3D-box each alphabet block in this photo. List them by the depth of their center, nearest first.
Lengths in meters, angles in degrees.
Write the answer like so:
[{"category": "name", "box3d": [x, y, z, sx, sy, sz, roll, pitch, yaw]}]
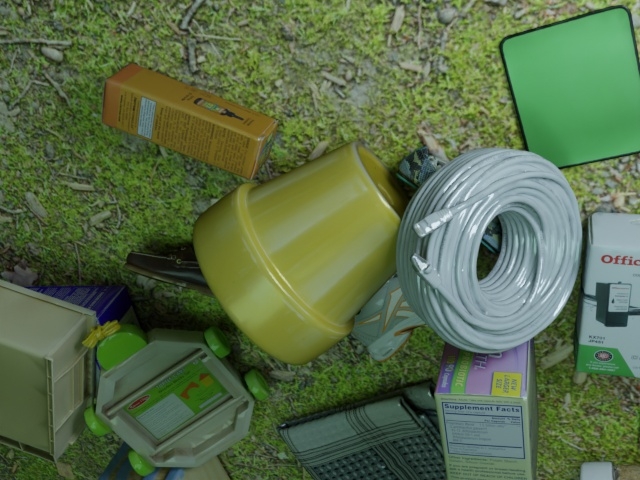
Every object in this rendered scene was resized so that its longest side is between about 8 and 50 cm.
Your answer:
[{"category": "alphabet block", "box3d": [-0.297, 0.503, 1.442, 0.194, 0.192, 0.197, -10, 116, 26]}]

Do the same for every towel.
[{"category": "towel", "box3d": [0.128, 0.402, 1.317, 0.324, 0.056, 0.312, -24, 111, 28]}]

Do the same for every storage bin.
[{"category": "storage bin", "box3d": [-0.522, 0.211, 1.248, 0.263, 0.123, 0.260, 17, 124, 8]}]

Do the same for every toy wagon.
[{"category": "toy wagon", "box3d": [-0.262, 0.245, 1.266, 0.267, 0.068, 0.344, -34, 119, 4]}]

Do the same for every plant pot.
[{"category": "plant pot", "box3d": [0.000, 0.000, 1.008, 0.239, 0.254, 0.254, -36, 105, 17]}]

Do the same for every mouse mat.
[{"category": "mouse mat", "box3d": [0.315, -0.179, 0.922, 0.153, 0.007, 0.189, -11, 116, 24]}]

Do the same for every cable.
[{"category": "cable", "box3d": [0.214, 0.014, 0.937, 0.089, 0.257, 0.257, 19, 143, 55]}]

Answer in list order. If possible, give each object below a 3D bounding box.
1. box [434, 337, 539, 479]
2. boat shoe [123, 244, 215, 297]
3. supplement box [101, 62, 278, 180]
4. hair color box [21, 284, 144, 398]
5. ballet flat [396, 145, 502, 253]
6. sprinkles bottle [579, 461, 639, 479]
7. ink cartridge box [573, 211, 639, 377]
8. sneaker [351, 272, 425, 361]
[{"category": "box", "box3d": [0.247, 0.243, 1.080, 0.117, 0.213, 0.242, -1, 121, 18]}, {"category": "boat shoe", "box3d": [-0.210, 0.044, 1.206, 0.207, 0.073, 0.073, 15, 87, 5]}, {"category": "supplement box", "box3d": [-0.183, -0.167, 1.054, 0.234, 0.078, 0.080, 20, 125, 6]}, {"category": "hair color box", "box3d": [-0.488, 0.183, 1.357, 0.339, 0.110, 0.185, -2, 121, 21]}, {"category": "ballet flat", "box3d": [0.190, -0.057, 1.008, 0.188, 0.070, 0.070, 37, 125, -10]}, {"category": "sprinkles bottle", "box3d": [0.577, 0.391, 1.119, 0.356, 0.121, 0.121, -7, 118, 22]}, {"category": "ink cartridge box", "box3d": [0.423, 0.076, 0.994, 0.153, 0.087, 0.208, 3, 121, 16]}, {"category": "sneaker", "box3d": [0.116, 0.068, 1.091, 0.121, 0.099, 0.262, 39, 124, -2]}]
